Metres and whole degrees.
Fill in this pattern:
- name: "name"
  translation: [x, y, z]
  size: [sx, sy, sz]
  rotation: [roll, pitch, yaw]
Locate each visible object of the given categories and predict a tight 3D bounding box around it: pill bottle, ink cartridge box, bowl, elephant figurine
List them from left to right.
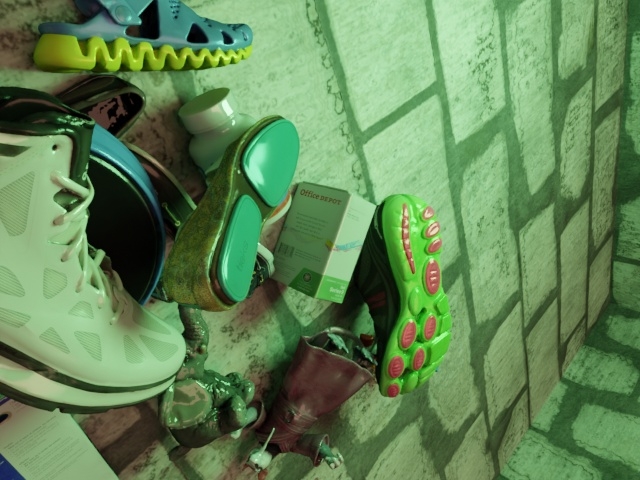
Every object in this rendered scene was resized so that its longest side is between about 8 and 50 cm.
- name: "bowl"
  translation: [-0.381, 0.022, 0.591]
  size: [0.391, 0.077, 0.391]
  rotation: [-23, 134, -27]
- name: "ink cartridge box"
  translation: [-0.429, 0.345, 0.722]
  size: [0.165, 0.065, 0.333]
  rotation: [-34, 132, -31]
- name: "elephant figurine"
  translation: [-0.241, 0.242, 0.840]
  size: [0.239, 0.169, 0.186]
  rotation: [54, 31, -35]
- name: "pill bottle"
  translation: [-0.143, -0.135, 0.813]
  size: [0.124, 0.124, 0.222]
  rotation: [-44, 131, -25]
- name: "ink cartridge box"
  translation: [0.000, 0.000, 0.975]
  size: [0.093, 0.154, 0.213]
  rotation: [17, 91, -46]

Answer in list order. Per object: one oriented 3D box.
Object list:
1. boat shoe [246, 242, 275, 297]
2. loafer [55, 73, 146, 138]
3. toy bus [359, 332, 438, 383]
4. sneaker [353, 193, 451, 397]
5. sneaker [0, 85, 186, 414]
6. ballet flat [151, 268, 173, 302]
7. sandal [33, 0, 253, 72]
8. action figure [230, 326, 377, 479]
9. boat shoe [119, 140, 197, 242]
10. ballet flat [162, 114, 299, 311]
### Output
- name: "boat shoe"
  translation: [-0.132, 0.054, 0.886]
  size: [0.083, 0.065, 0.183]
  rotation: [-52, 164, -16]
- name: "loafer"
  translation: [-0.358, -0.118, 0.630]
  size: [0.302, 0.095, 0.109]
  rotation: [-48, 131, -22]
- name: "toy bus"
  translation: [0.205, 0.283, 1.302]
  size: [0.191, 0.202, 0.104]
  rotation: [62, 30, -29]
- name: "sneaker"
  translation: [0.187, 0.132, 1.153]
  size: [0.185, 0.202, 0.483]
  rotation: [-1, 95, -24]
- name: "sneaker"
  translation: [-0.261, 0.017, 0.502]
  size: [0.257, 0.169, 0.447]
  rotation: [-48, 138, 3]
- name: "ballet flat"
  translation: [-0.211, 0.059, 0.855]
  size: [0.188, 0.070, 0.070]
  rotation: [-30, 123, -34]
- name: "sandal"
  translation: [-0.232, -0.307, 0.676]
  size: [0.317, 0.126, 0.138]
  rotation: [-17, 111, -41]
- name: "action figure"
  translation: [-0.062, 0.356, 1.063]
  size: [0.248, 0.276, 0.370]
  rotation: [37, 95, -10]
- name: "boat shoe"
  translation: [-0.250, -0.057, 0.766]
  size: [0.069, 0.081, 0.228]
  rotation: [-56, 137, -20]
- name: "ballet flat"
  translation: [-0.124, -0.055, 0.676]
  size: [0.123, 0.123, 0.349]
  rotation: [56, 36, -39]
